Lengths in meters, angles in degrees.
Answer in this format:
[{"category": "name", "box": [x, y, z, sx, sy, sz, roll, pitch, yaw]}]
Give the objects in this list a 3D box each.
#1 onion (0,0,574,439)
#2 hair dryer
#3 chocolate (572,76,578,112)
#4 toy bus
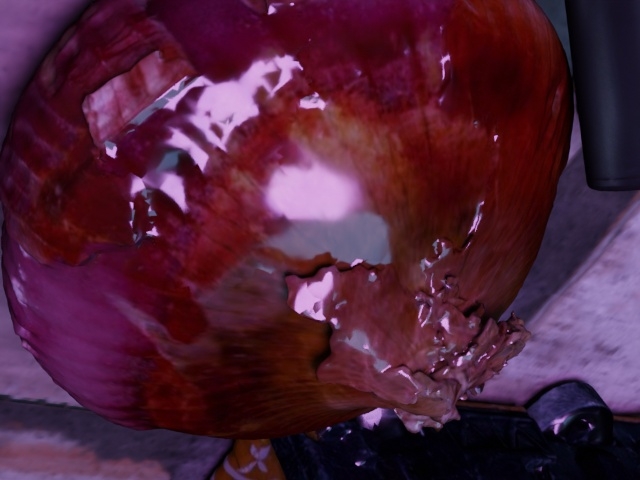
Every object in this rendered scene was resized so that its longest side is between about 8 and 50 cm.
[{"category": "onion", "box": [0.000, 0.000, 0.511, 0.230, 0.163, 0.230, -17, 144, -13]}, {"category": "hair dryer", "box": [0.188, -0.079, 0.509, 0.198, 0.057, 0.100, -8, 98, -6]}, {"category": "chocolate", "box": [0.226, -0.090, 0.612, 0.214, 0.093, 0.148, -16, 139, -17]}, {"category": "toy bus", "box": [0.087, 0.192, 0.786, 0.323, 0.162, 0.194, 11, 127, -38]}]
